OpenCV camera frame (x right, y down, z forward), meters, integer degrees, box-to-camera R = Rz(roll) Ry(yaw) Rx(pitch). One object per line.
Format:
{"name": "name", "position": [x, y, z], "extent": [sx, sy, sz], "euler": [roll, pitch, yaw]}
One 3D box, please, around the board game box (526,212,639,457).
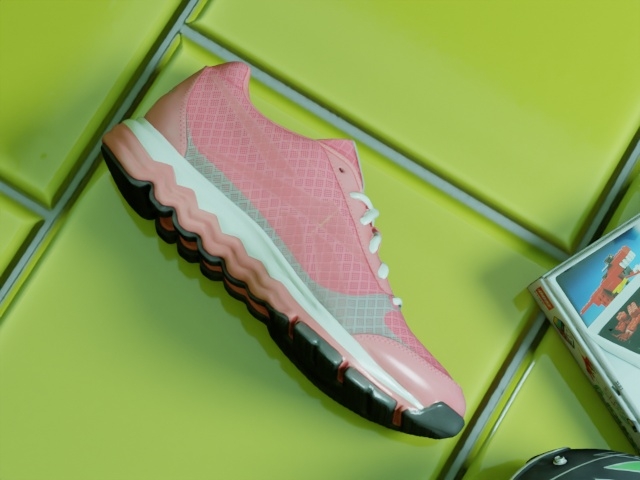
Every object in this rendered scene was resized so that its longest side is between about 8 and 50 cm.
{"name": "board game box", "position": [0.325, 0.030, 1.116], "extent": [0.305, 0.053, 0.193], "euler": [-32, 84, -9]}

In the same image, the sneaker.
{"name": "sneaker", "position": [0.000, 0.000, 1.070], "extent": [0.314, 0.116, 0.136], "euler": [44, 78, 5]}

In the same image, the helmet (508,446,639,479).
{"name": "helmet", "position": [0.179, 0.211, 1.016], "extent": [0.169, 0.161, 0.169], "euler": [1, 79, -4]}
